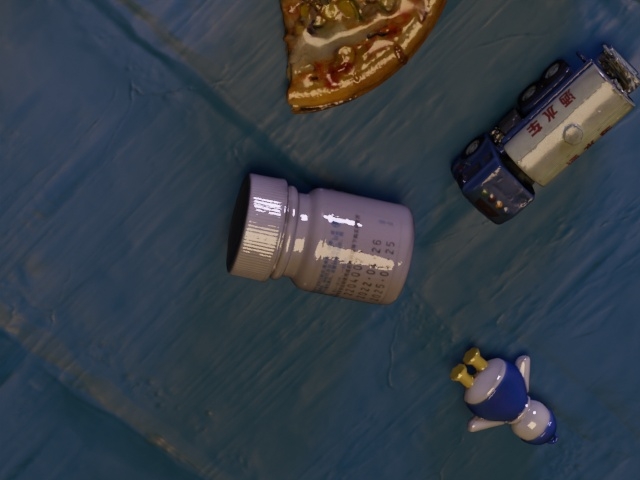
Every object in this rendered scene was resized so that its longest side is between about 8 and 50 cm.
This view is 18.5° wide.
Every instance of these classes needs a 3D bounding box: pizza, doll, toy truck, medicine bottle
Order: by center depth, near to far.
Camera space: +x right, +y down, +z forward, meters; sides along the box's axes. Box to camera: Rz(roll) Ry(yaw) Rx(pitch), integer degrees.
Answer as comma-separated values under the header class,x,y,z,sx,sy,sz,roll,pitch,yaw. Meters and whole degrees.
class,x,y,z,sx,sy,sz,roll,pitch,yaw
pizza,0.023,-0.220,1.850,0.185,0.036,0.176,-26,114,7
toy truck,0.221,-0.101,1.894,0.202,0.088,0.074,-42,113,14
medicine bottle,0.000,0.000,1.914,0.168,0.105,0.105,12,113,-11
doll,0.196,0.168,2.036,0.143,0.057,0.099,39,86,-21
